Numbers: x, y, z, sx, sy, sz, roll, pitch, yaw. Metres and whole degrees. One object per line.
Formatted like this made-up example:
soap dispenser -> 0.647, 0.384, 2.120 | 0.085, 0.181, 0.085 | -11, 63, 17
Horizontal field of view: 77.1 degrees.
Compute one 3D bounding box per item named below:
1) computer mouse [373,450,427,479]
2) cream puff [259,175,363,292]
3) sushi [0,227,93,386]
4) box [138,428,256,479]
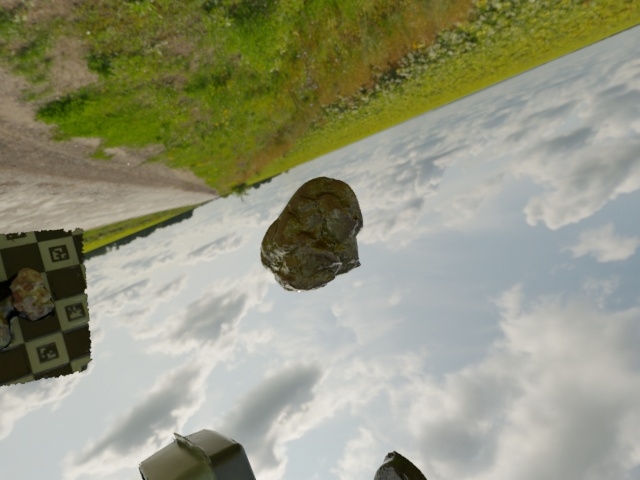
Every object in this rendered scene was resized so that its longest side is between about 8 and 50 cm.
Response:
computer mouse -> 0.200, 0.591, 0.824 | 0.087, 0.169, 0.295 | 8, -151, -25
cream puff -> -0.016, -0.006, 0.813 | 0.244, 0.196, 0.244 | -29, 170, -5
sushi -> -0.386, 0.078, 0.464 | 0.209, 0.193, 0.040 | -4, 170, -33
box -> -0.234, 0.499, 0.787 | 0.166, 0.221, 0.290 | -20, 177, -35
